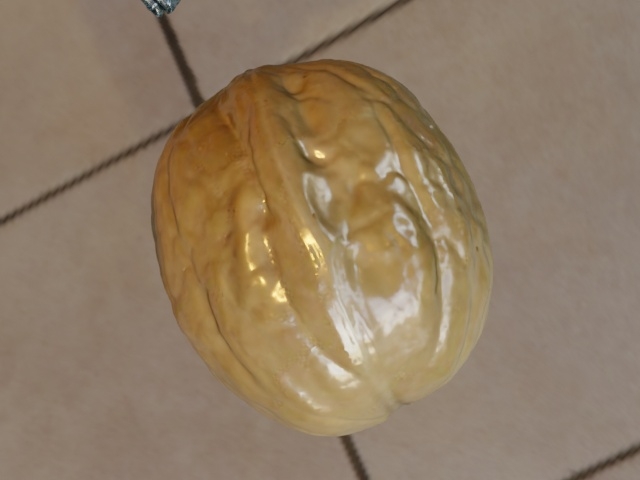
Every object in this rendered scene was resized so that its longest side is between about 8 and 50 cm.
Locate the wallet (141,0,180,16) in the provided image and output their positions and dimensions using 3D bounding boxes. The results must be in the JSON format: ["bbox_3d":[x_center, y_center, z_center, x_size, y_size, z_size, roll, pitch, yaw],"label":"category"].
[{"bbox_3d":[-0.105,-0.202,0.920,0.026,0.129,0.088,2,54,45],"label":"wallet"}]

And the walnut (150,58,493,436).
[{"bbox_3d":[0.000,0.000,1.090,0.225,0.225,0.261,-24,77,11],"label":"walnut"}]
